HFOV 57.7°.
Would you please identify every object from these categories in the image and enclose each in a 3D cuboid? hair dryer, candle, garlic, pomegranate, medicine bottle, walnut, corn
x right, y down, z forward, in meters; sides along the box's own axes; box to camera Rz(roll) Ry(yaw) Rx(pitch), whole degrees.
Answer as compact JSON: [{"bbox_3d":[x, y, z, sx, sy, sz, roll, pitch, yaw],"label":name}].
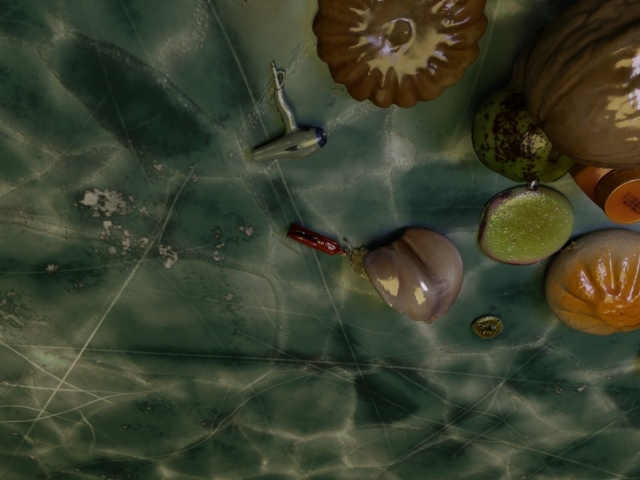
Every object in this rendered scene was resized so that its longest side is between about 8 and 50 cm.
[{"bbox_3d":[-0.100,-0.245,1.210,0.167,0.067,0.199,-27,110,26],"label":"hair dryer"},{"bbox_3d":[0.000,0.000,1.388,0.162,0.048,0.053,22,158,-14],"label":"candle"},{"bbox_3d":[0.236,0.082,1.341,0.217,0.110,0.228,-36,96,-14],"label":"garlic"},{"bbox_3d":[0.414,-0.240,1.094,0.221,0.204,0.277,-8,135,-27],"label":"pomegranate"},{"bbox_3d":[0.576,-0.135,1.159,0.149,0.222,0.112,34,120,-22],"label":"medicine bottle"},{"bbox_3d":[0.478,-0.254,0.886,0.312,0.277,0.252,-32,133,10],"label":"walnut"},{"bbox_3d":[0.170,0.089,1.416,0.210,0.087,0.087,26,122,-18],"label":"corn"}]

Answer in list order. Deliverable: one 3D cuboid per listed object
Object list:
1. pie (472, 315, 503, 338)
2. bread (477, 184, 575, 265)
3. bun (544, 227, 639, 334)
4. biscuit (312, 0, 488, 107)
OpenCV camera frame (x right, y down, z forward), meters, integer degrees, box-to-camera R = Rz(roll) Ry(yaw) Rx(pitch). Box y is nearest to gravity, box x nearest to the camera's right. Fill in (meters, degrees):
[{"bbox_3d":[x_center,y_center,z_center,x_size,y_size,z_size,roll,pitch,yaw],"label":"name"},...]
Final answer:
[{"bbox_3d":[0.446,0.231,1.550,0.084,0.021,0.084,0,126,0],"label":"pie"},{"bbox_3d":[0.479,-0.027,1.356,0.228,0.034,0.229,1,127,1],"label":"bread"},{"bbox_3d":[0.690,0.118,1.376,0.298,0.165,0.299,0,124,1],"label":"bun"},{"bbox_3d":[0.145,-0.389,1.067,0.325,0.107,0.326,2,129,2],"label":"biscuit"}]
